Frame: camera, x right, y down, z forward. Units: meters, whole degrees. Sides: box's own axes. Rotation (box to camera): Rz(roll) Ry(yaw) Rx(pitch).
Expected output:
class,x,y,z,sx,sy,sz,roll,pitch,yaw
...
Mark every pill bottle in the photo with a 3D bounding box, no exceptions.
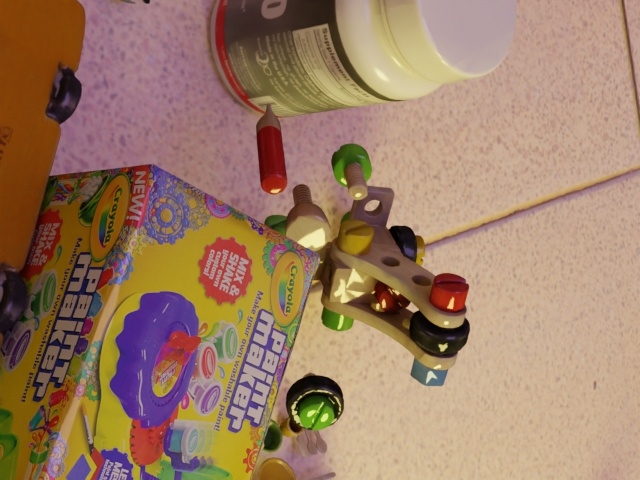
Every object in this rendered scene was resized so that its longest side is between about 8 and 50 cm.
class,x,y,z,sx,sy,sz,roll,pitch,yaw
pill bottle,0.037,-0.211,1.121,0.161,0.283,0.161,1,88,-42

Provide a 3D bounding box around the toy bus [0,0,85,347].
class,x,y,z,sx,sy,sz,roll,pitch,yaw
toy bus,-0.280,-0.067,0.895,0.108,0.130,0.332,33,56,-42

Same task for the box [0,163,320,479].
class,x,y,z,sx,sy,sz,roll,pitch,yaw
box,-0.187,0.112,0.919,0.177,0.279,0.290,30,69,-38

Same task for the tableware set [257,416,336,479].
class,x,y,z,sx,sy,sz,roll,pitch,yaw
tableware set,-0.016,0.253,1.205,0.104,0.024,0.154,-6,72,-41

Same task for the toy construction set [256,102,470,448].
class,x,y,z,sx,sy,sz,roll,pitch,yaw
toy construction set,0.000,0.000,1.160,0.237,0.257,0.309,-100,175,-56

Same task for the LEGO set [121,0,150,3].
class,x,y,z,sx,sy,sz,roll,pitch,yaw
LEGO set,-0.177,-0.252,1.111,0.083,0.023,0.054,-30,111,-52
